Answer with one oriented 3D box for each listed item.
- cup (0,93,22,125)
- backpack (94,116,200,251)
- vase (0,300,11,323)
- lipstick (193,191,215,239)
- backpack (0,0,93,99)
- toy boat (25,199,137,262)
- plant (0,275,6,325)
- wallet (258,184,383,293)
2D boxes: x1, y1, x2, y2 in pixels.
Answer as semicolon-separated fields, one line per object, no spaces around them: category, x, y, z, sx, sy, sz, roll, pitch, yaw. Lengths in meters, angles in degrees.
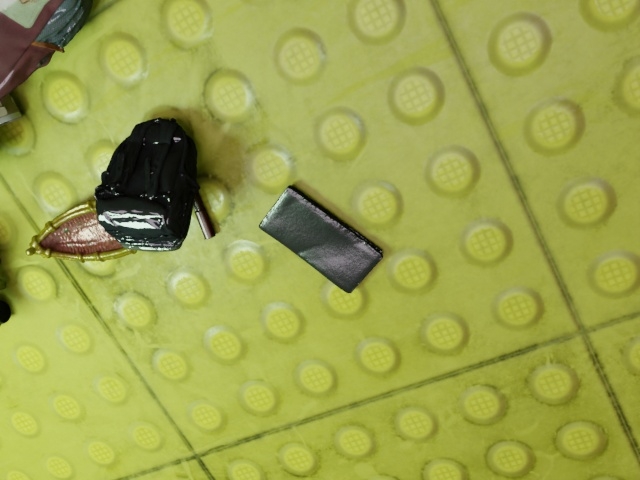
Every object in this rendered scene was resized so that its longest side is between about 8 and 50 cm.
cup;-0.673;-0.283;1.273;0.074;0.102;0.099;-22;106;1
backpack;-0.333;-0.118;1.224;0.206;0.133;0.258;4;70;12
vase;-0.868;0.201;1.550;0.211;0.060;0.060;-17;109;18
lipstick;-0.261;-0.087;1.313;0.027;0.027;0.177;-12;109;17
backpack;-0.610;-0.408;1.146;0.283;0.197;0.317;37;105;-8
toy boat;-0.477;-0.020;1.350;0.317;0.099;0.141;-13;110;14
plant;-0.811;0.071;1.371;0.306;0.261;0.297;43;127;-12
wallet;0.000;0.000;1.291;0.244;0.025;0.124;36;116;-6
